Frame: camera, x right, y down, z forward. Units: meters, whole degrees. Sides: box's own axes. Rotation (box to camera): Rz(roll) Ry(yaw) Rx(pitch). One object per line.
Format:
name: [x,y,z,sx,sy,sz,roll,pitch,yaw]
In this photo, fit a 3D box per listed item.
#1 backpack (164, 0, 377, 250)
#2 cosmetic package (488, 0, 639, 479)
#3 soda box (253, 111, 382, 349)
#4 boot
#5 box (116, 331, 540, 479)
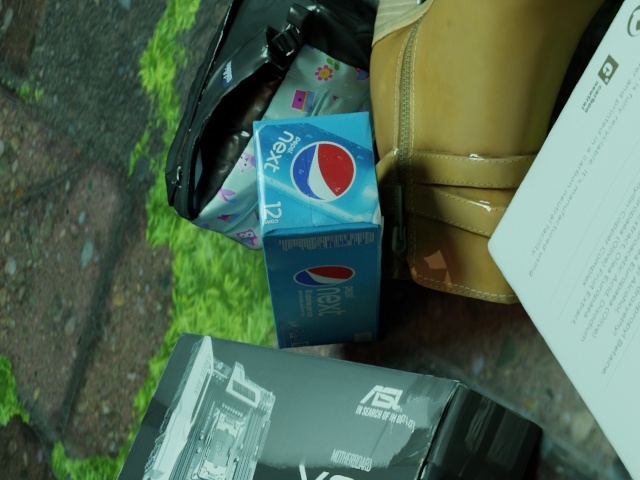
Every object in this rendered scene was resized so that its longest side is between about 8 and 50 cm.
backpack: [-0.028,-0.081,1.108,0.182,0.115,0.152,-63,19,16]
cosmetic package: [0.224,0.057,0.589,0.155,0.197,0.365,-62,25,23]
soda box: [0.000,0.000,1.000,0.210,0.067,0.071,89,176,-69]
boot: [0.098,-0.075,0.919,0.283,0.109,0.220,3,89,64]
box: [-0.029,0.191,1.030,0.307,0.076,0.242,6,69,56]
